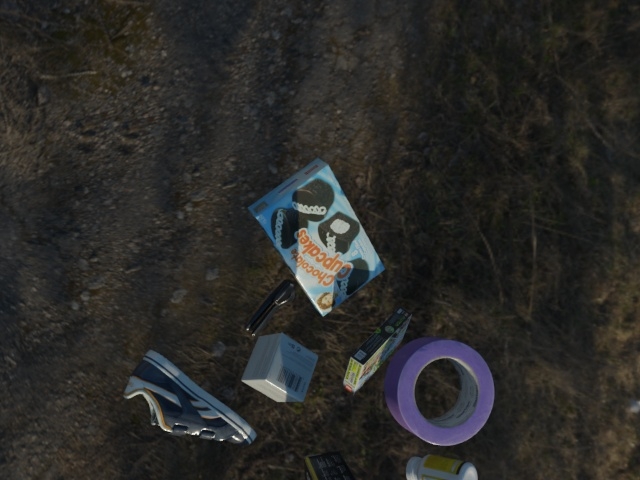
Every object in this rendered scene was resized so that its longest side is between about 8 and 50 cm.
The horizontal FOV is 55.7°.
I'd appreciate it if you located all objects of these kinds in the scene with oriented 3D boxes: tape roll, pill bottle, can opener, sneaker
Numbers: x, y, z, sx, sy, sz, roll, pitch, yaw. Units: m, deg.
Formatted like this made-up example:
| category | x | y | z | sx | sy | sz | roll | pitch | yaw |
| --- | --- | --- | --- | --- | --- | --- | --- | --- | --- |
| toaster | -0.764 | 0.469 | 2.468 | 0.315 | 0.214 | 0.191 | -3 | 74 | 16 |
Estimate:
| category | x | y | z | sx | sy | sz | roll | pitch | yaw |
| --- | --- | --- | --- | --- | --- | --- | --- | --- | --- |
| tape roll | 0.219 | 0.276 | 1.128 | 0.189 | 0.080 | 0.189 | 1 | 85 | -13 |
| pill bottle | 0.337 | 0.661 | 1.703 | 0.103 | 0.184 | 0.103 | 5 | 84 | -49 |
| can opener | -0.138 | 0.180 | 1.651 | 0.186 | 0.059 | 0.073 | -48 | 145 | 2 |
| sneaker | -0.301 | 0.394 | 1.381 | 0.321 | 0.126 | 0.127 | 40 | 64 | -9 |

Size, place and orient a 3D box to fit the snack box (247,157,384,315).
| category | x | y | z | sx | sy | sz | roll | pitch | yaw |
| --- | --- | --- | --- | --- | --- | --- | --- | --- | --- |
| snack box | 0.000 | 0.000 | 1.337 | 0.187 | 0.060 | 0.322 | -37 | 126 | -7 |

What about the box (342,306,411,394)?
| category | x | y | z | sx | sy | sz | roll | pitch | yaw |
| --- | --- | --- | --- | --- | --- | --- | --- | --- | --- |
| box | 0.131 | 0.251 | 1.397 | 0.207 | 0.036 | 0.114 | -37 | 150 | -41 |

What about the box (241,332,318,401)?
| category | x | y | z | sx | sy | sz | roll | pitch | yaw |
| --- | --- | --- | --- | --- | --- | --- | --- | --- | --- |
| box | -0.078 | 0.249 | 1.181 | 0.101 | 0.087 | 0.102 | 37 | 56 | -27 |

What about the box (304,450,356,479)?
| category | x | y | z | sx | sy | sz | roll | pitch | yaw |
| --- | --- | --- | --- | --- | --- | --- | --- | --- | --- |
| box | 0.042 | 0.536 | 0.989 | 0.079 | 0.322 | 0.257 | -6 | 97 | -11 |
